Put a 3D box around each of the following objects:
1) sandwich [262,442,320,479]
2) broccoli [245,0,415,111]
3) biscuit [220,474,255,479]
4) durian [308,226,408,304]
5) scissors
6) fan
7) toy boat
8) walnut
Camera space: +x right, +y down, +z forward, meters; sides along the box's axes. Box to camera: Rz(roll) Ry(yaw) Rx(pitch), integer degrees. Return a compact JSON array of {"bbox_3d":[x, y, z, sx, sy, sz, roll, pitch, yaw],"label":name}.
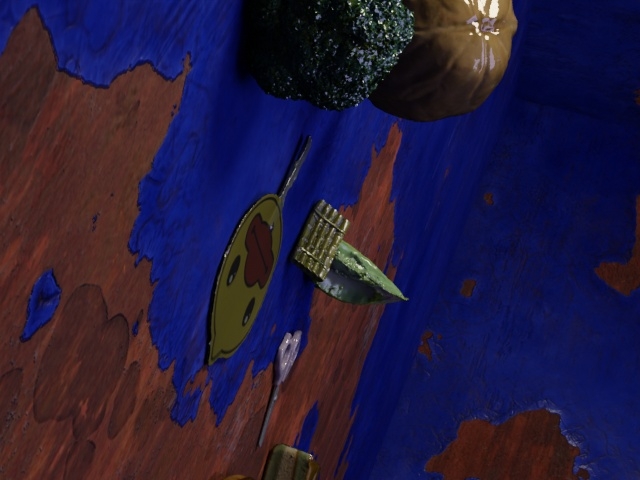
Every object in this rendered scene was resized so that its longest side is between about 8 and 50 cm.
[{"bbox_3d":[-0.067,0.426,1.925,0.113,0.079,0.163,74,36,-65],"label":"sandwich"},{"bbox_3d":[0.003,-0.225,1.211,0.195,0.156,0.195,-24,147,-17],"label":"broccoli"},{"bbox_3d":[-0.148,0.400,1.603,0.299,0.045,0.154,4,103,-77],"label":"biscuit"},{"bbox_3d":[0.039,0.037,1.777,0.215,0.100,0.086,34,68,-30],"label":"durian"},{"bbox_3d":[-0.068,0.229,1.806,0.100,0.015,0.189,-5,114,-75],"label":"scissors"},{"bbox_3d":[-0.076,0.009,1.471,0.229,0.011,0.335,81,30,-64],"label":"fan"},{"bbox_3d":[0.000,0.000,1.682,0.016,0.063,0.115,-29,-150,49],"label":"toy boat"},{"bbox_3d":[0.137,-0.265,1.535,0.261,0.225,0.225,12,-96,63],"label":"walnut"}]
